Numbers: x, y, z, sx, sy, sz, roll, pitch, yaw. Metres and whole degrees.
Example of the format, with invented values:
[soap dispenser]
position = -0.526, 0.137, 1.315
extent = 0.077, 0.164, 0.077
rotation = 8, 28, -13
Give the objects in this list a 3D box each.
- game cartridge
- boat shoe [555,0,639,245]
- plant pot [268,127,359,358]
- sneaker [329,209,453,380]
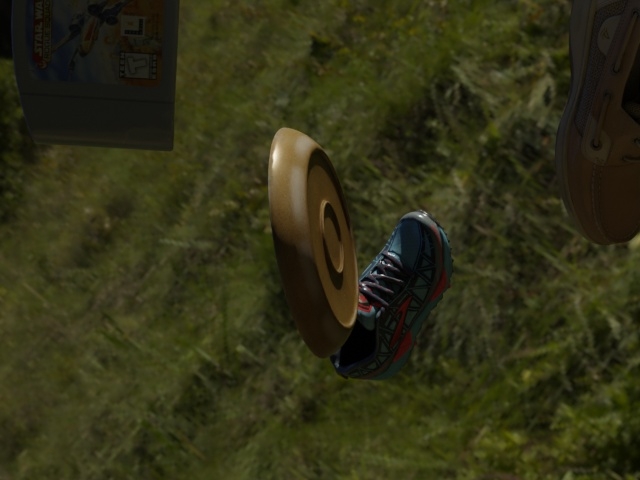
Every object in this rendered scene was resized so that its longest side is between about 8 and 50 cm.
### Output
[game cartridge]
position = -0.269, -0.260, 1.334
extent = 0.062, 0.198, 0.297
rotation = -136, 49, -76
[boat shoe]
position = 0.342, -0.136, 1.236
extent = 0.122, 0.110, 0.341
rotation = -22, -58, -24
[plant pot]
position = 0.000, 0.000, 1.114
extent = 0.236, 0.032, 0.236
rotation = -9, -90, -77
[sneaker]
position = 0.092, 0.083, 1.515
extent = 0.125, 0.104, 0.261
rotation = 0, -66, -51
